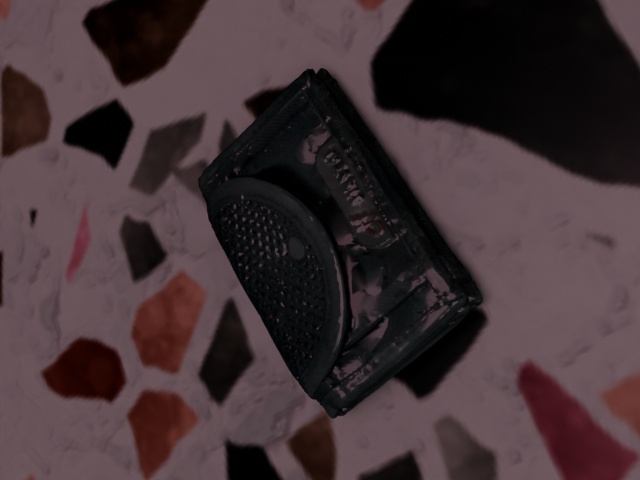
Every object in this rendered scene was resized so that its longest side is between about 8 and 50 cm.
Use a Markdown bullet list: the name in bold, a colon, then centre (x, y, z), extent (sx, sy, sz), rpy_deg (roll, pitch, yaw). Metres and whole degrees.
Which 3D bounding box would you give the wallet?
- **wallet**: centre (0.000, 0.000, 0.475), extent (0.088, 0.026, 0.129), rpy_deg (-42, 67, 23)
